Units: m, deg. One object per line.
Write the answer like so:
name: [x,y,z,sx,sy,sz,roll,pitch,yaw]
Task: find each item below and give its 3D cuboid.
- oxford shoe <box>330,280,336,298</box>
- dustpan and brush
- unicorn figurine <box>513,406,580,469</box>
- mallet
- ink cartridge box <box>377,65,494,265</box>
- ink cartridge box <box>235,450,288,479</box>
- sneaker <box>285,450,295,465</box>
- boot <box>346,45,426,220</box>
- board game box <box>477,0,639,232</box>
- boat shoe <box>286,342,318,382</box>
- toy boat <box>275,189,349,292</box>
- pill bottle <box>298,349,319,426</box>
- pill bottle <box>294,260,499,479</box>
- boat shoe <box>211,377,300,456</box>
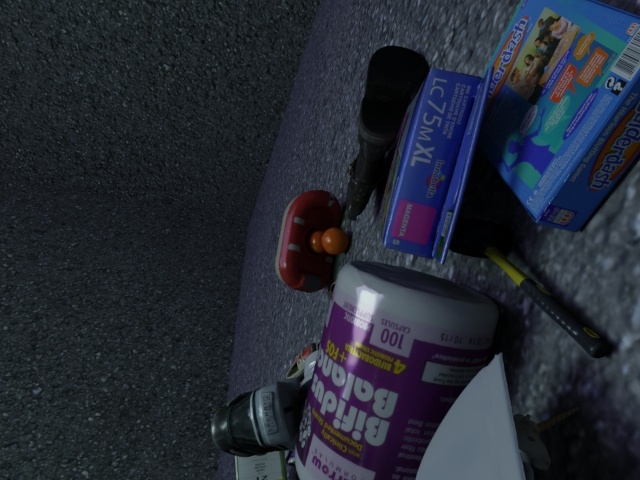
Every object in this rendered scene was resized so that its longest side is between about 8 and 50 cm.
oxford shoe: [0.046,0.100,0.827,0.212,0.075,0.076,120,155,-55]
dustpan and brush: [0.101,0.206,0.344,0.211,0.060,0.147,-59,2,29]
unicorn figurine: [0.146,0.212,0.376,0.162,0.060,0.111,120,158,-51]
mallet: [0.191,0.036,0.418,0.190,0.062,0.039,55,134,51]
ink cartridge box: [0.120,-0.086,0.551,0.311,0.065,0.186,-66,-10,-82]
ink cartridge box: [-0.106,0.522,0.874,0.189,0.096,0.255,97,164,-47]
sneaker: [-0.033,0.409,0.899,0.170,0.068,0.071,130,155,-63]
boot: [0.099,-0.193,0.826,0.229,0.091,0.263,100,-169,-60]
board game box: [0.214,-0.134,0.421,0.210,0.047,0.160,-97,23,-52]
boat shoe: [-0.041,0.287,1.072,0.049,0.043,0.137,-92,21,-50]
toy boat: [0.000,0.000,1.019,0.151,0.151,0.231,-3,74,44]
pill bottle: [0.018,0.268,0.729,0.180,0.107,0.108,-99,25,-55]
pill bottle: [0.066,0.185,0.486,0.169,0.169,0.302,-146,69,-75]
boat shoe: [-0.093,0.290,0.760,0.335,0.119,0.121,76,-176,-65]
